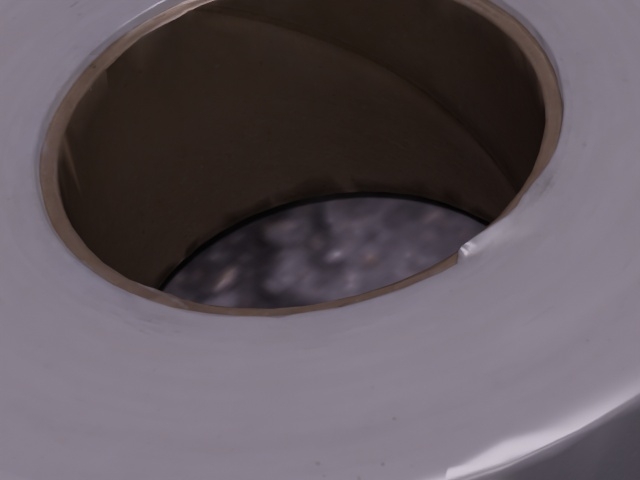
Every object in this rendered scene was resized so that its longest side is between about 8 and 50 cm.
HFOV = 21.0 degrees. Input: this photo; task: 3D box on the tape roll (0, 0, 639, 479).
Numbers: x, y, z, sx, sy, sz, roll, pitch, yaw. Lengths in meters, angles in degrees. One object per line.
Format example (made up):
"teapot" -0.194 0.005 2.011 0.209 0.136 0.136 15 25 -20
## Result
"tape roll" 0.000 0.000 0.513 0.286 0.100 0.286 -6 44 6
